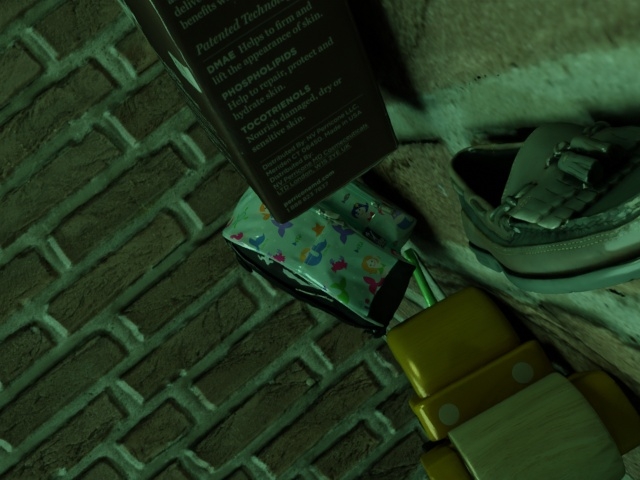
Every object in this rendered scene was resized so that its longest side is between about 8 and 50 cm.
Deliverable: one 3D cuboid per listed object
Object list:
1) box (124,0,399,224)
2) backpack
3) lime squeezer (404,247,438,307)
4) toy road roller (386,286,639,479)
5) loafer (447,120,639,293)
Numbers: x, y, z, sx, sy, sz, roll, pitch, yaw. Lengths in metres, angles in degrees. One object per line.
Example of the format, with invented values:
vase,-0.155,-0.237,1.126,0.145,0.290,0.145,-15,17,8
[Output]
box,-0.086,-0.212,0.516,0.191,0.143,0.381,49,170,46
backpack,0.000,0.000,0.911,0.253,0.191,0.225,23,177,1
lime squeezer,0.193,0.131,1.140,0.110,0.059,0.310,47,175,31
toy road roller,0.188,0.178,0.773,0.241,0.202,0.329,60,179,12
loafer,0.129,-0.028,0.393,0.084,0.096,0.267,57,177,-2
